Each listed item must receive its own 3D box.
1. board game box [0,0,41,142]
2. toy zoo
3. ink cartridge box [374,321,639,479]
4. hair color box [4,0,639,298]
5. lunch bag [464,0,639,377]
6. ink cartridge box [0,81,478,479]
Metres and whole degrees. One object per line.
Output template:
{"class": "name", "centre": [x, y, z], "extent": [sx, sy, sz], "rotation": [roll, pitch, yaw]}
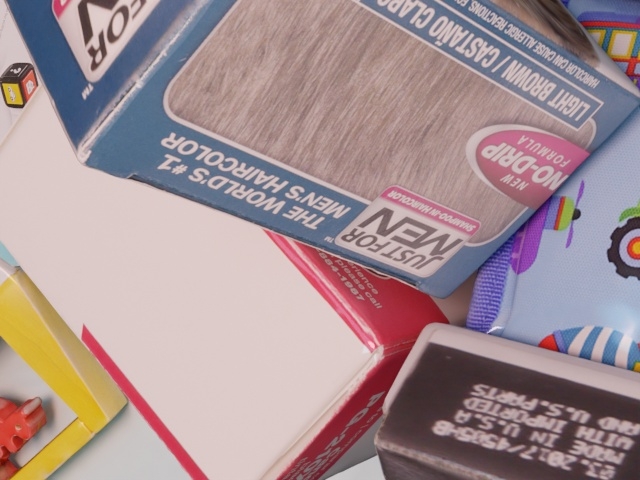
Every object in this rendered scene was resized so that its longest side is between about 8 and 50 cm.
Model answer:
{"class": "board game box", "centre": [-0.108, -0.172, 0.752], "extent": [0.193, 0.053, 0.305], "rotation": [24, 103, 23]}
{"class": "toy zoo", "centre": [-0.245, 0.088, 0.817], "extent": [0.293, 0.030, 0.192], "rotation": [-41, 94, 24]}
{"class": "ink cartridge box", "centre": [0.186, 0.177, 0.497], "extent": [0.304, 0.072, 0.307], "rotation": [12, 140, 27]}
{"class": "hair color box", "centre": [-0.048, -0.150, 0.515], "extent": [0.105, 0.174, 0.347], "rotation": [-47, 50, 21]}
{"class": "lunch bag", "centre": [0.199, -0.080, 0.492], "extent": [0.221, 0.138, 0.293], "rotation": [9, 86, 31]}
{"class": "ink cartridge box", "centre": [0.000, 0.000, 0.601], "extent": [0.172, 0.237, 0.100], "rotation": [48, 115, 18]}
